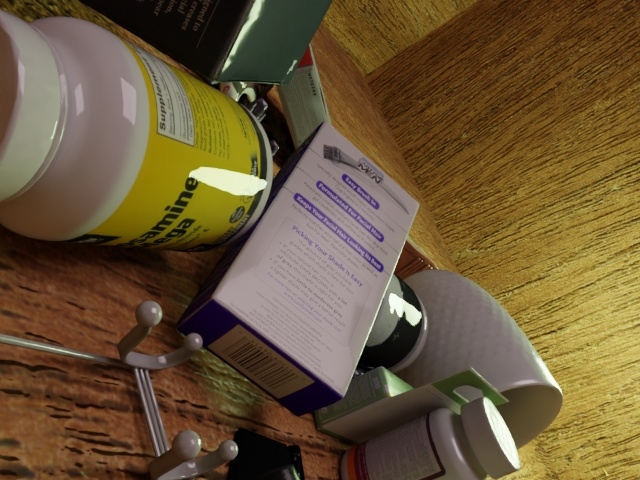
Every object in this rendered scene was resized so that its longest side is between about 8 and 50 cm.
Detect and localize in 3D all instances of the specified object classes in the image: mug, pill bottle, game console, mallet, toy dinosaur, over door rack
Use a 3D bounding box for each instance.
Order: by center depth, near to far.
[{"bbox_3d":[-0.153,0.162,0.418,0.324,0.108,0.240,26,37,-60],"label":"over door rack"},{"bbox_3d":[-0.047,0.205,0.480,0.190,0.039,0.062,63,5,-61],"label":"mallet"},{"bbox_3d":[-0.195,-0.088,0.566,0.188,0.187,0.334,64,19,13],"label":"pill bottle"},{"bbox_3d":[-0.056,0.282,0.651,0.122,0.071,0.107,-88,174,-58],"label":"game console"},{"bbox_3d":[0.148,0.304,0.826,0.121,0.221,0.121,51,20,-26],"label":"pill bottle"},{"bbox_3d":[0.262,0.261,1.209,0.374,0.276,0.328,85,-13,-45],"label":"mug"},{"bbox_3d":[-0.104,-0.256,1.340,0.092,0.053,0.183,-82,148,-87],"label":"toy dinosaur"}]

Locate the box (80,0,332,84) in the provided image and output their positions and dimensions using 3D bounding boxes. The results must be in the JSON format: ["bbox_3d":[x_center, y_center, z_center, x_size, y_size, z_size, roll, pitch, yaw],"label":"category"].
[{"bbox_3d":[-0.196,-0.382,0.750,0.395,0.212,0.293,32,18,3],"label":"box"}]

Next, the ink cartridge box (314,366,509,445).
[{"bbox_3d":[0.130,0.230,0.873,0.171,0.235,0.056,40,27,-46],"label":"ink cartridge box"}]

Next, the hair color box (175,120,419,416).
[{"bbox_3d":[-0.011,0.022,0.768,0.185,0.110,0.339,40,49,-13],"label":"hair color box"}]

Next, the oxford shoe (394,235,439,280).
[{"bbox_3d":[0.202,0.042,1.543,0.397,0.140,0.147,53,11,-27],"label":"oxford shoe"}]

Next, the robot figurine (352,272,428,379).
[{"bbox_3d":[0.062,0.118,0.984,0.173,0.209,0.278,29,-6,41],"label":"robot figurine"}]

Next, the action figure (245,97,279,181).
[{"bbox_3d":[-0.140,-0.133,0.948,0.185,0.099,0.285,60,20,-18],"label":"action figure"}]

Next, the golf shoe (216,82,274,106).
[{"bbox_3d":[-0.160,-0.318,1.224,0.273,0.105,0.120,-11,103,-79],"label":"golf shoe"}]

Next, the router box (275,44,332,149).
[{"bbox_3d":[-0.028,-0.296,1.353,0.301,0.082,0.336,-98,173,-49],"label":"router box"}]
